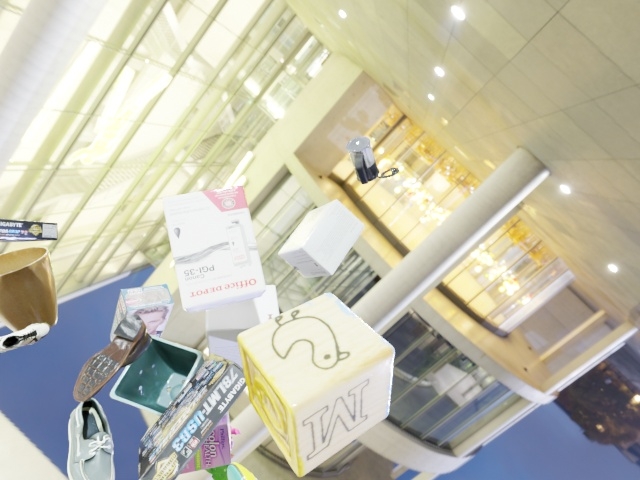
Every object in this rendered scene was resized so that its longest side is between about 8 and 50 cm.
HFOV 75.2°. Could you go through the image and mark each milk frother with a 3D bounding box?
[{"bbox_3d":[0.175,-0.266,1.379,0.129,0.143,0.134,-104,-9,-45],"label":"milk frother"}]

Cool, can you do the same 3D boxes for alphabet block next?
[{"bbox_3d":[-0.009,0.242,0.732,0.197,0.193,0.192,-22,-143,-28],"label":"alphabet block"}]

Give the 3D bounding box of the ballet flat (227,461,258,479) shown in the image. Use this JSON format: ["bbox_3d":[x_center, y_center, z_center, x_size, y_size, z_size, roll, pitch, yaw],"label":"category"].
[{"bbox_3d":[-0.169,0.690,1.093,0.077,0.077,0.231,2,-135,-48],"label":"ballet flat"}]

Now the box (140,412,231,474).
[{"bbox_3d":[-0.404,0.618,1.287,0.213,0.243,0.117,150,112,-75],"label":"box"}]

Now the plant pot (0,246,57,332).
[{"bbox_3d":[-0.989,0.182,1.385,0.237,0.237,0.254,-97,-2,-66],"label":"plant pot"}]

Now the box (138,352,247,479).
[{"bbox_3d":[-0.314,0.422,1.017,0.073,0.295,0.293,43,156,-12],"label":"box"}]

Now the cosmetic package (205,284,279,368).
[{"bbox_3d":[-0.276,0.352,1.464,0.230,0.453,0.161,-1,-130,-13],"label":"cosmetic package"}]

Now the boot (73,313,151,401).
[{"bbox_3d":[-0.489,0.296,1.008,0.082,0.219,0.106,20,148,17],"label":"boot"}]

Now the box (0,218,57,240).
[{"bbox_3d":[-0.823,-0.022,1.050,0.175,0.220,0.051,6,-98,-75],"label":"box"}]

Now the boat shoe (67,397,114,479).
[{"bbox_3d":[-0.689,0.617,1.254,0.116,0.099,0.319,11,-156,-43],"label":"boat shoe"}]

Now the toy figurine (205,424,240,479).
[{"bbox_3d":[-0.349,0.782,1.550,0.130,0.173,0.159,5,-148,7],"label":"toy figurine"}]

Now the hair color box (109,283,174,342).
[{"bbox_3d":[-0.723,0.324,1.670,0.174,0.347,0.105,-6,-128,-39],"label":"hair color box"}]

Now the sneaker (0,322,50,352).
[{"bbox_3d":[-0.628,0.207,0.883,0.109,0.044,0.040,-27,-80,-56],"label":"sneaker"}]

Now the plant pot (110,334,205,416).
[{"bbox_3d":[-0.581,0.549,1.593,0.248,0.247,0.252,14,147,13],"label":"plant pot"}]

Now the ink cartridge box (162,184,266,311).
[{"bbox_3d":[-0.267,0.022,1.062,0.117,0.207,0.283,133,123,-72],"label":"ink cartridge box"}]

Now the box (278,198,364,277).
[{"bbox_3d":[0.000,0.000,1.192,0.119,0.182,0.181,42,157,-15],"label":"box"}]
